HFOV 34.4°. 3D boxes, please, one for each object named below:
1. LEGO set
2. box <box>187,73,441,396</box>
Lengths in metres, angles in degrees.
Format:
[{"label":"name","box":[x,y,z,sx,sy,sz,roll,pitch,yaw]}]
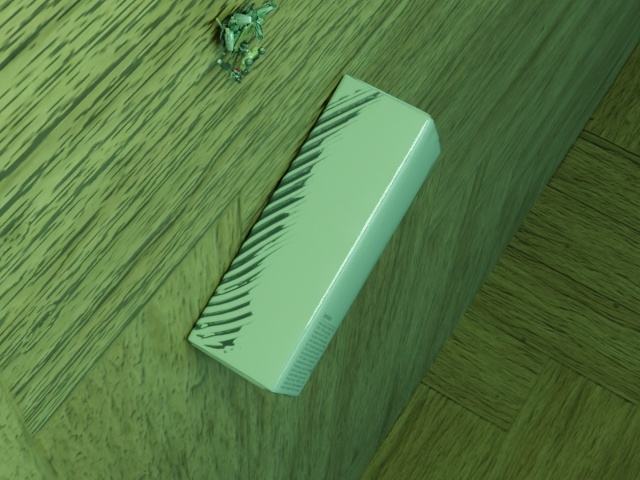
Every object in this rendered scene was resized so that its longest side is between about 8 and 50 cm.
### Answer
[{"label":"LEGO set","box":[-0.053,-0.130,0.662,0.054,0.023,0.083,-50,175,-28]},{"label":"box","box":[0.000,0.000,0.929,0.275,0.094,0.113,-60,166,-5]}]
